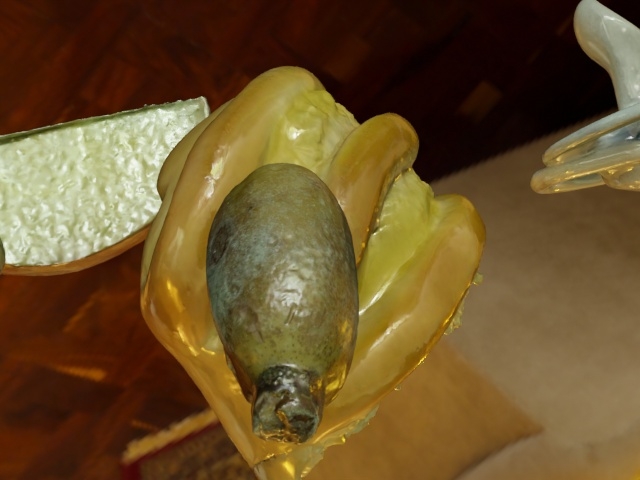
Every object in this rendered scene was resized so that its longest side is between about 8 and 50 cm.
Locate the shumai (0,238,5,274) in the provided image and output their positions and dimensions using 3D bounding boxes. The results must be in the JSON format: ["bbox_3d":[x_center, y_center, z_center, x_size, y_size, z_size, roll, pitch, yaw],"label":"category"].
[{"bbox_3d":[-0.363,0.021,1.093,0.256,0.189,0.218,-39,148,26],"label":"shumai"}]

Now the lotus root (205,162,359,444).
[{"bbox_3d":[-0.021,0.038,0.770,0.088,0.192,0.113,-5,132,-1],"label":"lotus root"}]

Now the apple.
[{"bbox_3d":[-0.288,-0.060,1.514,0.346,0.254,0.179,-15,125,-11],"label":"apple"}]

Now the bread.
[{"bbox_3d":[0.000,0.000,1.025,0.211,0.270,0.316,-24,-166,27],"label":"bread"}]

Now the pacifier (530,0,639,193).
[{"bbox_3d":[0.298,-0.147,1.312,0.227,0.207,0.279,-20,173,21],"label":"pacifier"}]
